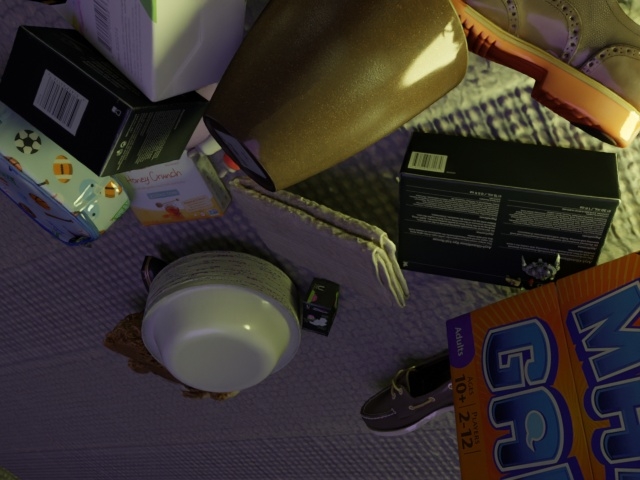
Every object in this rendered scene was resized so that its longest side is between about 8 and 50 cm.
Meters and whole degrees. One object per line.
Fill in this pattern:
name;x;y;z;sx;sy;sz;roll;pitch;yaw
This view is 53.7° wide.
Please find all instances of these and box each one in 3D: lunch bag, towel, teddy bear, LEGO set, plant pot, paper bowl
lunch bag;-0.463;-0.111;1.032;0.243;0.115;0.303;-4;132;52
towel;0.000;0.000;0.941;0.282;0.049;0.187;24;159;29
teddy bear;-0.307;0.252;1.384;0.338;0.113;0.245;35;144;-24
LEGO set;0.281;0.046;0.828;0.054;0.023;0.083;20;139;0
plant pot;-0.004;-0.166;0.665;0.215;0.230;0.215;43;170;9
paper bowl;-0.176;0.164;1.140;0.284;0.148;0.284;-1;132;-2

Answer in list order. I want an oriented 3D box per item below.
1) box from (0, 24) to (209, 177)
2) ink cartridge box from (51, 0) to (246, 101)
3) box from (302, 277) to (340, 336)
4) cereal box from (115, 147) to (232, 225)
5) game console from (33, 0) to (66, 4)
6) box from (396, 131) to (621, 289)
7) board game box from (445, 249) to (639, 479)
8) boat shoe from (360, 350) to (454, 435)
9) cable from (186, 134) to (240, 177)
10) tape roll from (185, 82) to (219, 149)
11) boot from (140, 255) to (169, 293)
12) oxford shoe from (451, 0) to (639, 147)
box;-0.241;-0.161;0.721;0.156;0.158;0.093;37;114;9
ink cartridge box;-0.230;-0.335;0.672;0.353;0.119;0.207;43;143;23
box;0.000;0.120;1.137;0.052;0.062;0.083;15;137;10
cereal box;-0.268;-0.132;1.004;0.173;0.047;0.240;-6;130;26
game console;-0.359;-0.415;0.638;0.361;0.044;0.213;45;141;22
box;0.240;-0.034;0.853;0.261;0.103;0.184;9;135;13
board game box;0.425;0.262;0.812;0.356;0.356;0.356;24;143;-35
boat shoe;0.193;0.277;1.182;0.324;0.116;0.097;-29;113;36
cable;-0.076;-0.177;0.859;0.139;0.072;0.287;45;133;-17
tape roll;-0.226;-0.205;0.836;0.189;0.080;0.189;6;108;20
boot;-0.240;0.092;1.211;0.137;0.077;0.198;-5;144;20
oxford shoe;0.208;-0.252;0.663;0.364;0.130;0.132;35;104;-4
